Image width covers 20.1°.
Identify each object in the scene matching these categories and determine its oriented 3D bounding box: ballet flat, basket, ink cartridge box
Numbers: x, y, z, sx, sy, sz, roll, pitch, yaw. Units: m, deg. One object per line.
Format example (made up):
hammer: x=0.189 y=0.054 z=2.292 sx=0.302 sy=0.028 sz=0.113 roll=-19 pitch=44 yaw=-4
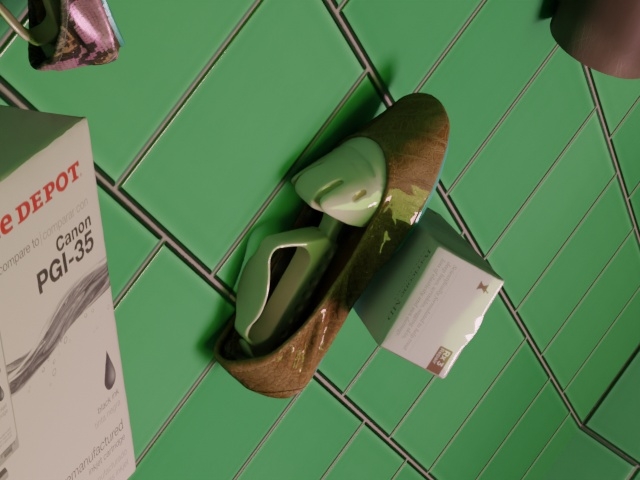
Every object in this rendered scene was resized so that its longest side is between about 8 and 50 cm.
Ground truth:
ballet flat: x=0.000 y=0.000 z=1.739 sx=0.124 sy=0.116 sz=0.342 roll=18 pitch=110 yaw=-47
basket: x=0.348 y=-0.301 z=1.939 sx=0.204 sy=0.154 sz=0.227 roll=-25 pitch=147 yaw=-49
ballet flat: x=-0.176 y=-0.177 z=1.122 sx=0.079 sy=0.077 sz=0.221 roll=-27 pitch=149 yaw=-13
ink cartridge box: x=-0.233 y=0.076 z=1.178 sx=0.207 sy=0.117 sz=0.283 roll=-46 pitch=137 yaw=-53

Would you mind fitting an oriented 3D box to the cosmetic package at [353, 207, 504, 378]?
cosmetic package: x=0.090 y=0.035 z=1.795 sx=0.117 sy=0.085 sz=0.231 roll=-60 pitch=-162 yaw=8
